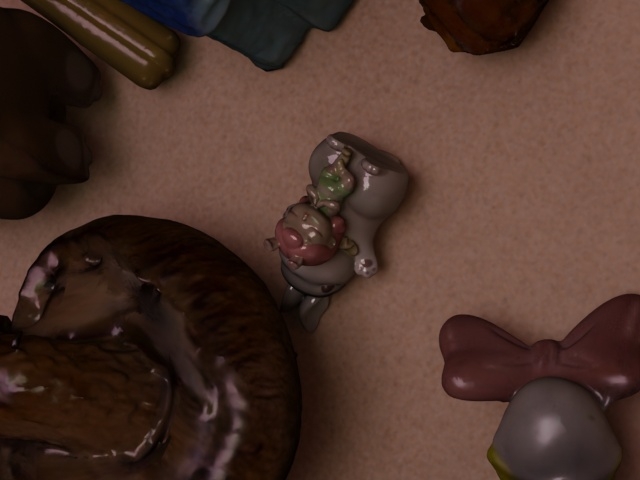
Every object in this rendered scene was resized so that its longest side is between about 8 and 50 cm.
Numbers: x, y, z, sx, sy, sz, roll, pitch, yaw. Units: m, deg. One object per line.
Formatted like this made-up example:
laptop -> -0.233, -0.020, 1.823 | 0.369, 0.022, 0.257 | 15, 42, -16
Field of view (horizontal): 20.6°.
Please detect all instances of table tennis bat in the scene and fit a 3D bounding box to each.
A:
table tennis bat -> -0.242, -0.223, 1.358 | 0.321, 0.198, 0.050 | 36, 83, 3

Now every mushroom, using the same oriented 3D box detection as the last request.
mushroom -> -0.144, 0.111, 1.258 | 0.283, 0.195, 0.263 | 17, 85, 10

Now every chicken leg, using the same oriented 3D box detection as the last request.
chicken leg -> 0.127, -0.278, 1.222 | 0.113, 0.093, 0.304 | 8, 85, 38

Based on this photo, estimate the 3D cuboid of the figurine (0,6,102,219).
figurine -> -0.287, -0.098, 1.318 | 0.173, 0.247, 0.177 | -14, 79, 29

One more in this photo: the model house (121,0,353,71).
model house -> -0.095, -0.305, 1.198 | 0.251, 0.329, 0.295 | 33, 99, 21

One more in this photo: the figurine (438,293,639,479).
figurine -> 0.145, 0.206, 1.062 | 0.154, 0.421, 0.193 | -6, 124, 8

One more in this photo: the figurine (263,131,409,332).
figurine -> -0.007, -0.006, 1.257 | 0.081, 0.098, 0.146 | 45, 109, 42
